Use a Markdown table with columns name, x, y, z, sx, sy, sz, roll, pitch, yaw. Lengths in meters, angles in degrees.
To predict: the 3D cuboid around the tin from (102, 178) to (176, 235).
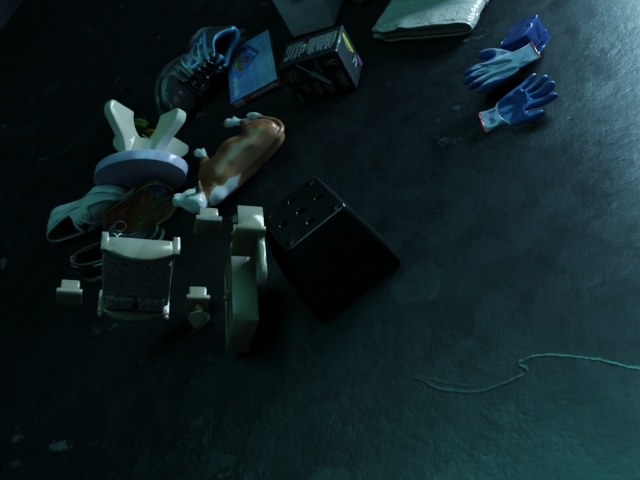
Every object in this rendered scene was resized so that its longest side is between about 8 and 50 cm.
| name | x | y | z | sx | sy | sz | roll | pitch | yaw |
| --- | --- | --- | --- | --- | --- | --- | --- | --- | --- |
| tin | -0.429 | -0.070 | 1.723 | 0.189 | 0.106 | 0.040 | -33 | 33 | 1 |

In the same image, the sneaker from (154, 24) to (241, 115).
| name | x | y | z | sx | sy | sz | roll | pitch | yaw |
| --- | --- | --- | --- | --- | --- | --- | --- | --- | --- |
| sneaker | -0.341 | -0.474 | 2.008 | 0.139 | 0.125 | 0.341 | 1 | 58 | 44 |

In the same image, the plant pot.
| name | x | y | z | sx | sy | sz | roll | pitch | yaw |
| --- | --- | --- | --- | --- | --- | --- | --- | --- | --- |
| plant pot | 0.000 | 0.000 | 1.316 | 0.188 | 0.167 | 0.187 | -39 | 40 | -3 |

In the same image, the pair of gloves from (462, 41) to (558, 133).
| name | x | y | z | sx | sy | sz | roll | pitch | yaw |
| --- | --- | --- | --- | --- | --- | --- | --- | --- | --- |
| pair of gloves | 0.368 | -0.308 | 1.427 | 0.159 | 0.023 | 0.198 | -24 | 61 | 20 |

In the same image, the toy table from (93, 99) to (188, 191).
| name | x | y | z | sx | sy | sz | roll | pitch | yaw |
| --- | --- | --- | --- | --- | --- | --- | --- | --- | --- |
| toy table | -0.431 | -0.218 | 1.783 | 0.274 | 0.252 | 0.161 | -7 | 64 | 26 |

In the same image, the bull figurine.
| name | x | y | z | sx | sy | sz | roll | pitch | yaw |
| --- | --- | --- | --- | --- | --- | --- | --- | --- | --- |
| bull figurine | -0.217 | -0.179 | 1.683 | 0.310 | 0.101 | 0.188 | -39 | 39 | -4 |

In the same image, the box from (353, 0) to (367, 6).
| name | x | y | z | sx | sy | sz | roll | pitch | yaw |
| --- | --- | --- | --- | --- | --- | --- | --- | --- | --- |
| box | 0.128 | -0.713 | 1.989 | 0.137 | 0.027 | 0.094 | -42 | 67 | -7 |

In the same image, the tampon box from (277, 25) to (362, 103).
| name | x | y | z | sx | sy | sz | roll | pitch | yaw |
| --- | --- | --- | --- | --- | --- | --- | --- | --- | --- |
| tampon box | 0.001 | -0.422 | 1.752 | 0.161 | 0.120 | 0.101 | -10 | 47 | 27 |

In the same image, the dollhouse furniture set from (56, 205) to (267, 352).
| name | x | y | z | sx | sy | sz | roll | pitch | yaw |
| --- | --- | --- | --- | --- | --- | --- | --- | --- | --- |
| dollhouse furniture set | -0.292 | 0.084 | 1.288 | 0.355 | 0.303 | 0.174 | 4 | 50 | -15 |

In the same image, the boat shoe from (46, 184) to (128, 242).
| name | x | y | z | sx | sy | sz | roll | pitch | yaw |
| --- | --- | --- | --- | --- | --- | --- | --- | --- | --- |
| boat shoe | -0.593 | -0.062 | 1.835 | 0.267 | 0.096 | 0.088 | -15 | 49 | 24 |

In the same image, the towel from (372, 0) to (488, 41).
| name | x | y | z | sx | sy | sz | roll | pitch | yaw |
| --- | --- | --- | --- | --- | --- | --- | --- | --- | --- |
| towel | 0.271 | -0.565 | 1.761 | 0.282 | 0.049 | 0.187 | 7 | 56 | 38 |

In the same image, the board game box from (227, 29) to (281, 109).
| name | x | y | z | sx | sy | sz | roll | pitch | yaw |
| --- | --- | --- | --- | --- | --- | --- | --- | --- | --- |
| board game box | -0.188 | -0.476 | 2.004 | 0.145 | 0.027 | 0.281 | -24 | 42 | 12 |

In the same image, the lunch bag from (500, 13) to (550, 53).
| name | x | y | z | sx | sy | sz | roll | pitch | yaw |
| --- | --- | --- | --- | --- | --- | --- | --- | --- | --- |
| lunch bag | 0.423 | -0.406 | 1.491 | 0.067 | 0.065 | 0.098 | -7 | 42 | 57 |

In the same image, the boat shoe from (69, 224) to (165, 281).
| name | x | y | z | sx | sy | sz | roll | pitch | yaw |
| --- | --- | --- | --- | --- | --- | --- | --- | --- | --- |
| boat shoe | -0.471 | 0.021 | 1.685 | 0.233 | 0.079 | 0.084 | -24 | 40 | 11 |

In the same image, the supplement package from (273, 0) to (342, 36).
| name | x | y | z | sx | sy | sz | roll | pitch | yaw |
| --- | --- | --- | --- | --- | --- | --- | --- | --- | --- |
| supplement package | -0.020 | -0.711 | 2.033 | 0.139 | 0.134 | 0.244 | -8 | 48 | 28 |

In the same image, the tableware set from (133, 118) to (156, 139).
| name | x | y | z | sx | sy | sz | roll | pitch | yaw |
| --- | --- | --- | --- | --- | --- | --- | --- | --- | --- |
| tableware set | -0.445 | -0.278 | 1.898 | 0.104 | 0.154 | 0.024 | -3 | 69 | 35 |
